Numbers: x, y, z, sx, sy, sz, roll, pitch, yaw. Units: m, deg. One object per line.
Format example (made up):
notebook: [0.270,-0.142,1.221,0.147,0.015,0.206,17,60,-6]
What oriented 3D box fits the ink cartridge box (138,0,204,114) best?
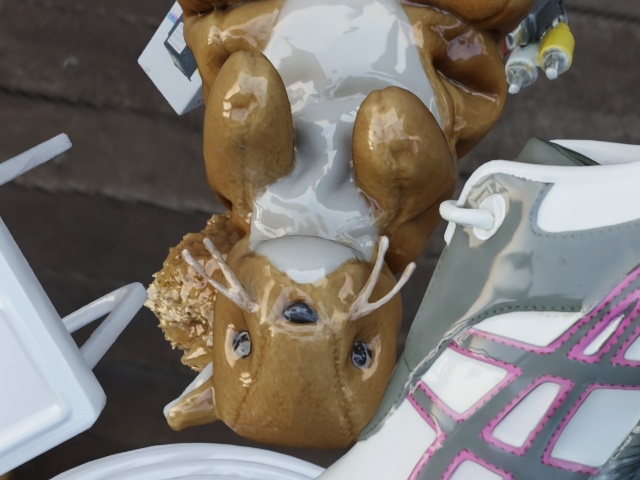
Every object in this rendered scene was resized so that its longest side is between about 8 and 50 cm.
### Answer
ink cartridge box: [-0.077,-0.208,1.707,0.072,0.127,0.175,52,142,7]

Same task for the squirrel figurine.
squirrel figurine: [0.000,0.000,1.418,0.281,0.371,0.397,6,156,-5]

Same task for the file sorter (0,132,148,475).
file sorter: [-0.205,-0.038,0.598,0.192,0.173,0.278,-29,96,10]

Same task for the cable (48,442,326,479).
cable: [-0.048,0.202,0.732,0.257,0.257,0.089,34,156,6]

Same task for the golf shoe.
golf shoe: [0.063,0.036,0.521,0.273,0.105,0.120,-32,89,25]

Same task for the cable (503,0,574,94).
cable: [0.229,-0.233,1.884,0.139,0.287,0.072,4,119,30]
